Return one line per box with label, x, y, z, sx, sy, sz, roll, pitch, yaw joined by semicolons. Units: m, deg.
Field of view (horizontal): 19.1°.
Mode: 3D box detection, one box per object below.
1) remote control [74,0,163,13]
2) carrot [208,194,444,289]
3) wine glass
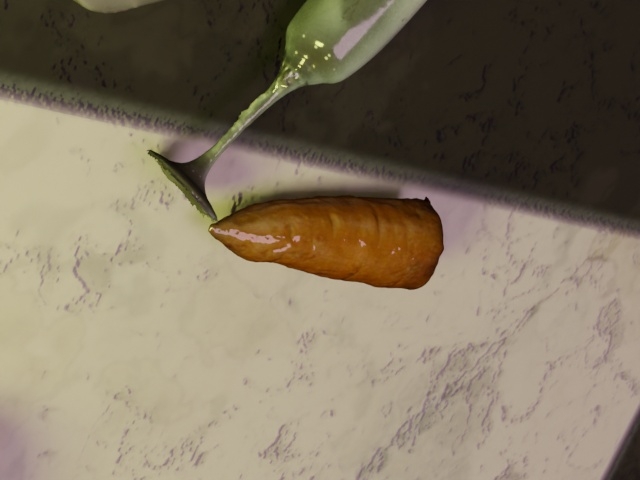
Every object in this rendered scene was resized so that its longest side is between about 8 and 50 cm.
remote control;-0.060;-0.201;1.223;0.245;0.022;0.077;-20;131;-32
carrot;0.000;0.000;1.380;0.205;0.072;0.072;2;116;-40
wine glass;-0.004;-0.125;1.291;0.262;0.074;0.074;-46;138;-9
